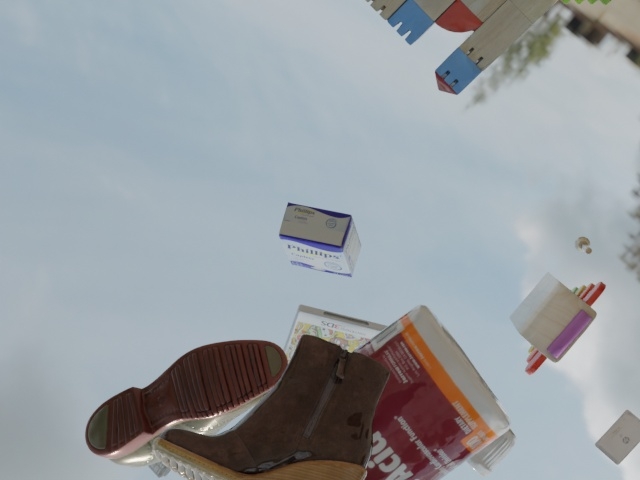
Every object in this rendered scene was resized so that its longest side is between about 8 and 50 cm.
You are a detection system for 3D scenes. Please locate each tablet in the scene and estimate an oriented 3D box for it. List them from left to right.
[{"bbox_3d":[0.509,0.331,2.035,0.054,0.083,0.006,43,180,34],"label":"tablet"}]

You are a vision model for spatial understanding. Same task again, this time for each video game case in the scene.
[{"bbox_3d":[0.024,0.247,2.586,0.206,0.227,0.026,14,-142,-6],"label":"video game case"}]

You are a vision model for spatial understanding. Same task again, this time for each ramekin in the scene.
[{"bbox_3d":[0.327,0.395,2.590,0.207,0.109,0.207,49,-176,-5],"label":"ramekin"}]

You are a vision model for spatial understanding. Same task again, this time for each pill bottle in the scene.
[{"bbox_3d":[0.058,0.291,1.752,0.224,0.392,0.224,53,-176,-6],"label":"pill bottle"}]

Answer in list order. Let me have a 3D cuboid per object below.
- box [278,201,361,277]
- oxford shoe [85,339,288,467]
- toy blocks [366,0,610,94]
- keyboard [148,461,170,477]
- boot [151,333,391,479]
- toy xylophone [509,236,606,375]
[{"bbox_3d":[0.000,0.000,2.234,0.126,0.072,0.137,11,157,16],"label":"box"},{"bbox_3d":[-0.193,0.259,1.903,0.130,0.348,0.123,50,-157,-50],"label":"oxford shoe"},{"bbox_3d":[0.174,-0.385,1.654,0.381,0.261,0.191,46,-152,-3],"label":"toy blocks"},{"bbox_3d":[-0.216,0.309,2.146,0.014,0.256,0.072,43,169,-29],"label":"keyboard"},{"bbox_3d":[-0.054,0.207,1.430,0.248,0.090,0.207,19,-114,-3],"label":"boot"},{"bbox_3d":[0.435,0.112,2.191,0.081,0.236,0.323,39,-166,1],"label":"toy xylophone"}]
